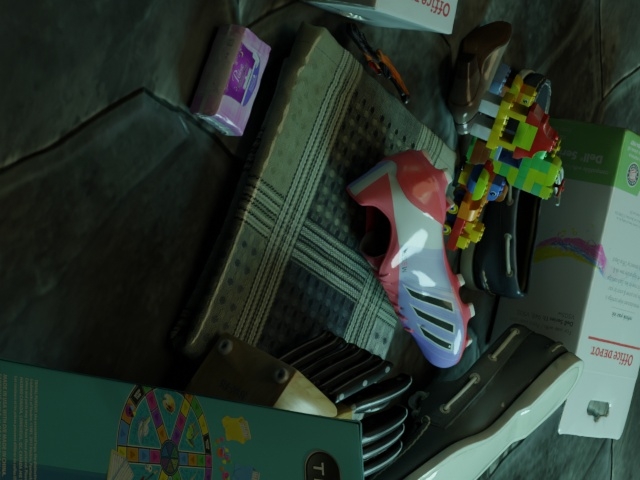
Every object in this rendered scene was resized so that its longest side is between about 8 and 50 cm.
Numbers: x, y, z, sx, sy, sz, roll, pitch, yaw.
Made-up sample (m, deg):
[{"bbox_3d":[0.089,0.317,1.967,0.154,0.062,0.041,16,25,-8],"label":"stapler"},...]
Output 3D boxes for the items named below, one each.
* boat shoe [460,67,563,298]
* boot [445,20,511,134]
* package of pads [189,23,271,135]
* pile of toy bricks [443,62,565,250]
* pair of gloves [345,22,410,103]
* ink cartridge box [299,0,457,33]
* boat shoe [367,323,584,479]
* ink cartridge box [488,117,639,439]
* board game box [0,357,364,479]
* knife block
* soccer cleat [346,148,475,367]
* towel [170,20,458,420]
[{"bbox_3d":[0.221,-0.062,1.802,0.095,0.079,0.254,26,78,-57],"label":"boat shoe"},{"bbox_3d":[0.167,-0.169,1.721,0.118,0.042,0.087,-42,140,-42],"label":"boot"},{"bbox_3d":[-0.074,-0.132,1.351,0.050,0.032,0.083,33,73,-58],"label":"package of pads"},{"bbox_3d":[0.200,-0.077,1.666,0.212,0.105,0.118,105,11,-45],"label":"pile of toy bricks"},{"bbox_3d":[0.053,-0.163,1.512,0.010,0.074,0.083,-38,134,14],"label":"pair of gloves"},{"bbox_3d":[0.066,-0.300,1.459,0.154,0.093,0.212,6,97,-59],"label":"ink cartridge box"},{"bbox_3d":[0.143,0.199,1.759,0.319,0.099,0.116,-34,151,-25],"label":"boat shoe"},{"bbox_3d":[0.310,0.049,1.944,0.207,0.119,0.353,16,87,-57],"label":"ink cartridge box"},{"bbox_3d":[-0.115,0.235,1.162,0.336,0.079,0.254,15,60,-35],"label":"board game box"},{"bbox_3d":[-0.038,0.197,1.422,0.276,0.088,0.242,-56,143,-13],"label":"knife block"},{"bbox_3d":[0.082,0.026,1.538,0.095,0.083,0.248,-22,129,-16],"label":"soccer cleat"},{"bbox_3d":[0.000,0.000,1.513,0.312,0.056,0.324,37,72,-53],"label":"towel"}]
